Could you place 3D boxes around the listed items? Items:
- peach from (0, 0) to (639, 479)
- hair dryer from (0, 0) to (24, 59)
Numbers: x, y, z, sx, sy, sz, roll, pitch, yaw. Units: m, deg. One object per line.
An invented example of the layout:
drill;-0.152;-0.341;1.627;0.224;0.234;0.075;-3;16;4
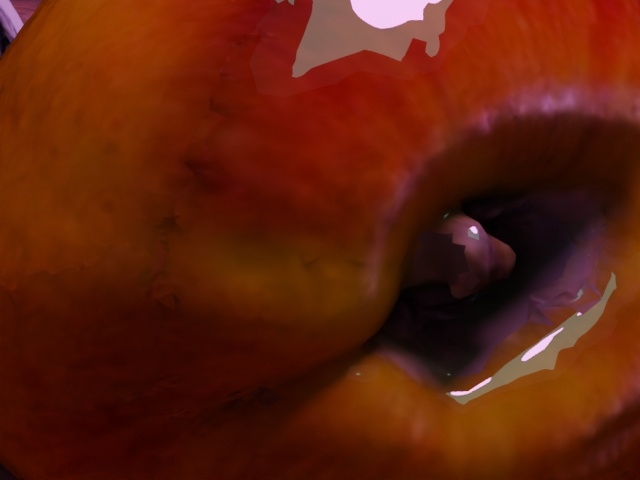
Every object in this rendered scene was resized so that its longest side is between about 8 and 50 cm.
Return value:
peach;0.000;0.000;0.543;0.281;0.238;0.281;-16;12;3
hair dryer;-0.208;0.036;0.516;0.173;0.107;0.357;-19;32;19
